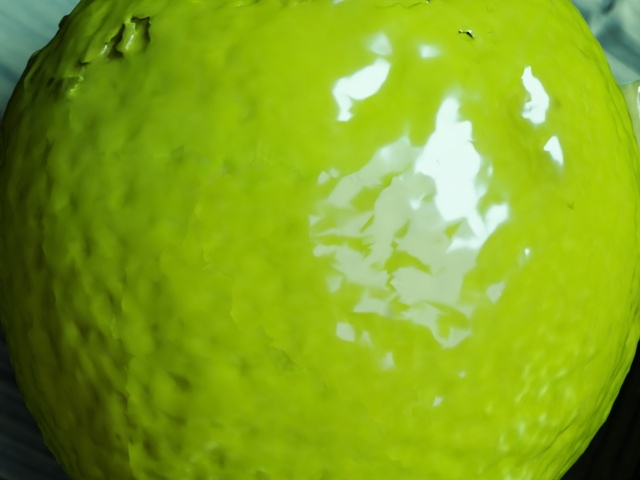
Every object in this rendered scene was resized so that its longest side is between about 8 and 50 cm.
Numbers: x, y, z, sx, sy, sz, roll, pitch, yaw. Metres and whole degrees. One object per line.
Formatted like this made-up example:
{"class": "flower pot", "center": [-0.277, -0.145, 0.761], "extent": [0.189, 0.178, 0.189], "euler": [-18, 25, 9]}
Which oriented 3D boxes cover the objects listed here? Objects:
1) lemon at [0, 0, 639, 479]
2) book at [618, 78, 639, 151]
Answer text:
{"class": "lemon", "center": [0.000, 0.009, 0.489], "extent": [0.228, 0.228, 0.253], "euler": [-2, 96, -28]}
{"class": "book", "center": [0.226, 0.107, 0.655], "extent": [0.269, 0.032, 0.388], "euler": [-13, 94, -53]}
